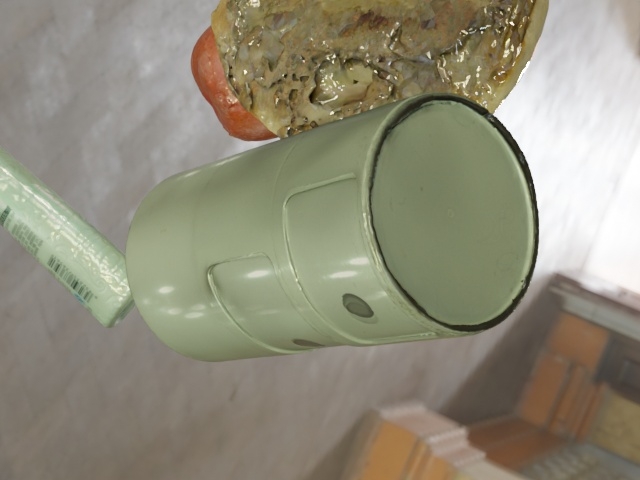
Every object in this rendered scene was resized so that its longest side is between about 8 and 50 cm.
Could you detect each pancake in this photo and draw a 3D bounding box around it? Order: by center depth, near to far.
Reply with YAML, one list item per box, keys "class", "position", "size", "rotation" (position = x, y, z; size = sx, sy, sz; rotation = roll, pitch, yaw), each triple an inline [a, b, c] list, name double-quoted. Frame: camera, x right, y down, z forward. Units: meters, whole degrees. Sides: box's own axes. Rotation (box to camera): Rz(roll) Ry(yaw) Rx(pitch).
- class: "pancake"
  position: [0.051, -0.259, 1.257]
  size: [0.071, 0.382, 0.382]
  rotation: [20, 93, -57]

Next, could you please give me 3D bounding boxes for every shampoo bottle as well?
- class: "shampoo bottle"
  position: [-0.201, -0.019, 0.888]
  size: [0.041, 0.191, 0.069]
  rotation: [-47, 179, -26]

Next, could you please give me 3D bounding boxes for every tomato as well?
- class: "tomato"
  position: [-0.094, -0.260, 1.989]
  size: [0.184, 0.208, 0.208]
  rotation: [-30, 149, -9]

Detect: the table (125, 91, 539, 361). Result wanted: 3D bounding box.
- class: "table"
  position: [0.000, 0.000, 0.721]
  size: [0.126, 0.220, 0.126]
  rotation: [8, 78, -39]
